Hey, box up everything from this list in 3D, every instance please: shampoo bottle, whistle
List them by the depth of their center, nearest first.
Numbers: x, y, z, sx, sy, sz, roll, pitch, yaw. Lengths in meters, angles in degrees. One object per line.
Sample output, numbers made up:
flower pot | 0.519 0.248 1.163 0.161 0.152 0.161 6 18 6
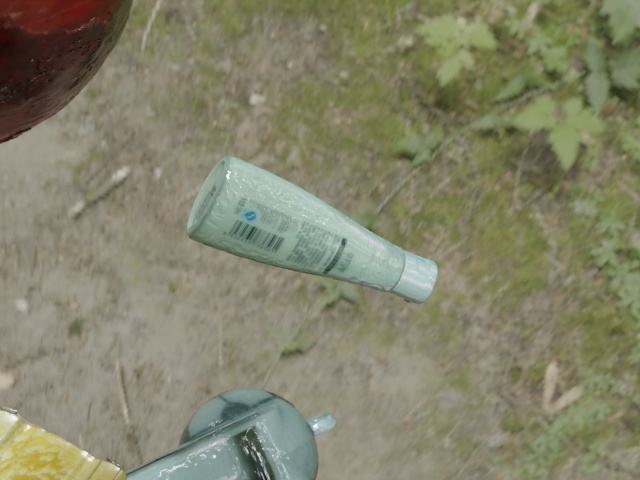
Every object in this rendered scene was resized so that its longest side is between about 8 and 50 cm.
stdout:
shampoo bottle | 0.000 0.000 1.077 0.191 0.069 0.041 21 17 -23
whistle | -0.105 0.243 1.539 0.290 0.163 0.163 -22 71 -26

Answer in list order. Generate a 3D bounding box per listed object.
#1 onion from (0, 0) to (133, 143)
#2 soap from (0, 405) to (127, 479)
onion | -0.224 -0.174 0.796 0.276 0.276 0.276 5 64 -10
soap | -0.215 0.210 0.822 0.092 0.037 0.252 25 57 17
